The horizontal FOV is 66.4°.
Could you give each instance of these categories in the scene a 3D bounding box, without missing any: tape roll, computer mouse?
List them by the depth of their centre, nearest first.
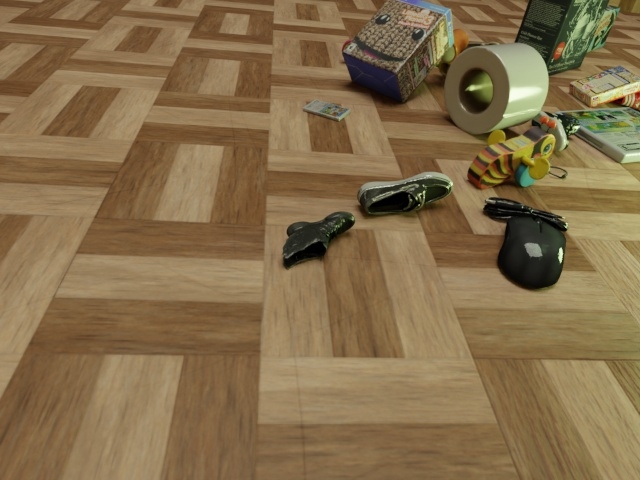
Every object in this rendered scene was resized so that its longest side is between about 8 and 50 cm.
[{"bbox_3d":[0.429,-0.012,0.998,0.188,0.072,0.272,16,38,10],"label":"computer mouse"},{"bbox_3d":[0.511,-0.446,1.436,0.169,0.246,0.246,-17,44,-28],"label":"tape roll"}]

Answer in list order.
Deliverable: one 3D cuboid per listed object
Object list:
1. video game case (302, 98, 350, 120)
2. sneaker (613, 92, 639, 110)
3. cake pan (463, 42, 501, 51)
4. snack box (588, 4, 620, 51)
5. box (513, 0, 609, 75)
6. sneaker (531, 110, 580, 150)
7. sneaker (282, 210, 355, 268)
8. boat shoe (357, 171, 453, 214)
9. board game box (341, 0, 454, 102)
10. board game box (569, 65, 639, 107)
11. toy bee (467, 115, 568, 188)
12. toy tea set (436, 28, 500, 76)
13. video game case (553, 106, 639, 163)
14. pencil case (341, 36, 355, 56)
[{"bbox_3d":[0.020,-0.395,1.478,0.122,0.011,0.087,21,39,18],"label":"video game case"},{"bbox_3d":[1.173,-0.550,1.812,0.128,0.087,0.221,29,41,24],"label":"sneaker"},{"bbox_3d":[0.671,-0.700,1.872,0.293,0.054,0.293,9,15,-2],"label":"cake pan"},{"bbox_3d":[1.325,-1.017,2.358,0.060,0.187,0.322,35,45,31],"label":"snack box"},{"bbox_3d":[0.981,-0.873,2.011,0.343,0.312,0.179,-24,47,-34],"label":"box"},{"bbox_3d":[0.725,-0.330,1.454,0.121,0.079,0.217,4,36,-2],"label":"sneaker"},{"bbox_3d":[0.000,-0.002,0.936,0.170,0.051,0.089,-12,41,-17],"label":"sneaker"},{"bbox_3d":[0.193,-0.093,1.068,0.219,0.078,0.070,-10,39,-9],"label":"boat shoe"},{"bbox_3d":[0.259,-0.640,1.620,0.232,0.141,0.291,33,79,30],"label":"board game box"},{"bbox_3d":[1.041,-0.563,1.783,0.193,0.045,0.147,-17,39,4],"label":"board game box"},{"bbox_3d":[0.509,-0.231,1.226,0.298,0.162,0.195,-28,47,-37],"label":"toy bee"},{"bbox_3d":[0.521,-0.597,1.700,0.124,0.200,0.336,-40,56,-20],"label":"toy tea set"},{"bbox_3d":[0.962,-0.340,1.544,0.329,0.036,0.300,-8,40,-18],"label":"video game case"},{"bbox_3d":[0.176,-0.753,1.900,0.104,0.104,0.236,25,41,21],"label":"pencil case"}]
